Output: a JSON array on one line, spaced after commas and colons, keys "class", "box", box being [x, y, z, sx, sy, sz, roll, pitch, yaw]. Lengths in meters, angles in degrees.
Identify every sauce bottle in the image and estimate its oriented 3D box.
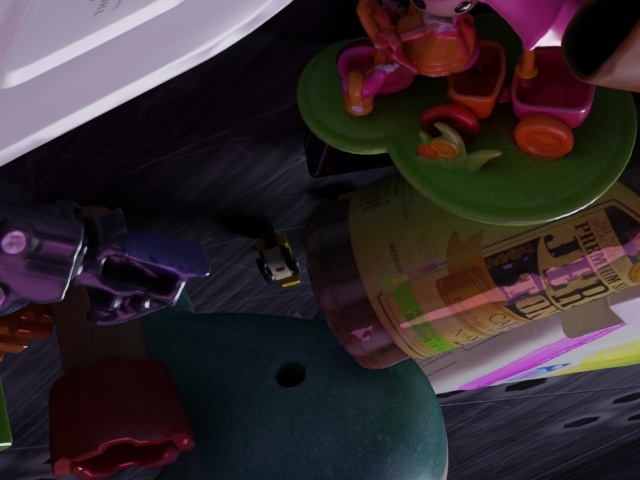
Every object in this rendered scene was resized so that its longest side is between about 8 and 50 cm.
[{"class": "sauce bottle", "box": [0.159, -0.027, 1.017, 0.344, 0.111, 0.111, -22, 161, 23]}]

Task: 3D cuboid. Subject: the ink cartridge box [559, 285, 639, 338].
[{"class": "ink cartridge box", "box": [0.215, -0.016, 1.093, 0.180, 0.104, 0.060, -18, 161, 14]}]

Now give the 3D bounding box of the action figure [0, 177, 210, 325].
[{"class": "action figure", "box": [-0.206, 0.053, 0.794, 0.341, 0.330, 0.178, 6, -161, -20]}]

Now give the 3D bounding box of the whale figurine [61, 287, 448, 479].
[{"class": "whale figurine", "box": [-0.048, 0.099, 1.153, 0.216, 0.272, 0.141, -43, 148, -23]}]

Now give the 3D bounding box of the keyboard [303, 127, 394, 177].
[{"class": "keyboard", "box": [0.146, -0.080, 1.071, 0.317, 0.033, 0.201, -9, 161, -12]}]

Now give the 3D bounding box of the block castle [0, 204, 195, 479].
[{"class": "block castle", "box": [-0.327, 0.143, 1.115, 0.453, 0.213, 0.303, -27, 158, 39]}]

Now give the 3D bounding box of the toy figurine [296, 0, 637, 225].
[{"class": "toy figurine", "box": [0.072, -0.106, 0.858, 0.173, 0.130, 0.159, 10, 150, 7]}]

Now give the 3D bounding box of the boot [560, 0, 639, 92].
[{"class": "boot", "box": [0.279, -0.124, 0.752, 0.280, 0.096, 0.264, 17, 146, -23]}]

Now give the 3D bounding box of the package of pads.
[{"class": "package of pads", "box": [0.219, 0.023, 1.309, 0.296, 0.101, 0.229, -5, 162, -40]}]

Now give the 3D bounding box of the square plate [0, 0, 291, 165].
[{"class": "square plate", "box": [-0.071, -0.104, 0.585, 0.344, 0.049, 0.347, -31, 173, -30]}]

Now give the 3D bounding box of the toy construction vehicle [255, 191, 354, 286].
[{"class": "toy construction vehicle", "box": [0.000, 0.000, 1.217, 0.086, 0.035, 0.098, -19, 157, 6]}]
